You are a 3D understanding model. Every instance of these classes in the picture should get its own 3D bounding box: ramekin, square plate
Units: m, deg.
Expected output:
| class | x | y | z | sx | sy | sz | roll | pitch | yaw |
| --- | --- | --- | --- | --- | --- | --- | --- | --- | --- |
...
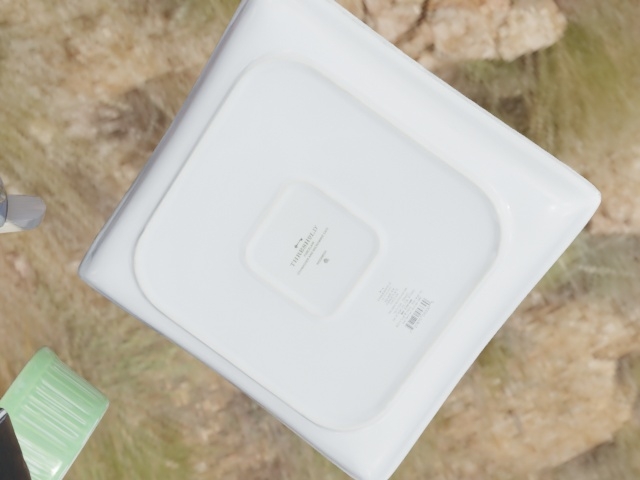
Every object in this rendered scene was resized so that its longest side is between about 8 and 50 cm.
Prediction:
| class | x | y | z | sx | sy | sz | roll | pitch | yaw |
| --- | --- | --- | --- | --- | --- | --- | --- | --- | --- |
| ramekin | -0.477 | 0.337 | 2.128 | 0.148 | 0.303 | 0.303 | 33 | 126 | -5 |
| square plate | 0.000 | 0.000 | 1.112 | 0.347 | 0.344 | 0.049 | -55 | 176 | 20 |

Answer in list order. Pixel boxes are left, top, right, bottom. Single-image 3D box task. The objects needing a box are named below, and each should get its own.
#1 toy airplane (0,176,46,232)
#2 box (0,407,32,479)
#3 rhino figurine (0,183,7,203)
| class | x | y | z | sx | sy | sz | roll | pitch | yaw |
| --- | --- | --- | --- | --- | --- | --- | --- | --- | --- |
| toy airplane | -0.638 | -0.048 | 1.832 | 0.386 | 0.384 | 0.272 | -37 | 137 | -69 |
| box | -0.611 | 0.452 | 1.486 | 0.471 | 0.297 | 0.480 | -13 | -168 | 13 |
| rhino figurine | -0.433 | -0.060 | 1.240 | 0.243 | 0.073 | 0.106 | 7 | 163 | 2 |
